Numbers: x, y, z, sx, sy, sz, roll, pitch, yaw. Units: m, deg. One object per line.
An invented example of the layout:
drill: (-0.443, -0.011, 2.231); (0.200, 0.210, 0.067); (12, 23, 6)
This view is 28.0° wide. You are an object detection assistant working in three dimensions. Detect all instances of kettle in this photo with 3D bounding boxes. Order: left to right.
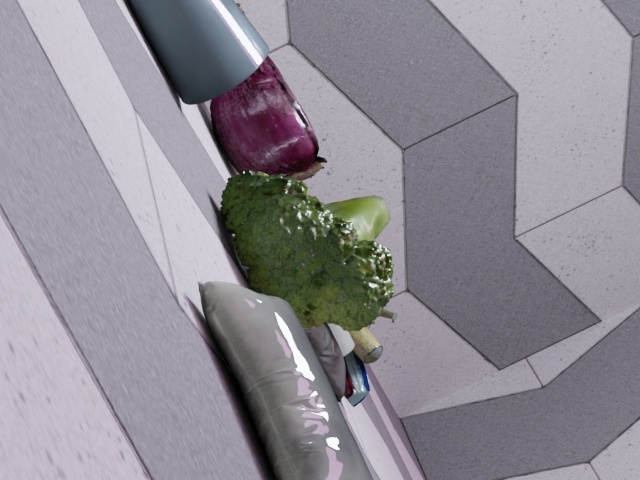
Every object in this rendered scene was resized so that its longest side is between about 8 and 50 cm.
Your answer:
kettle: (-0.218, -0.355, 1.978); (0.243, 0.160, 0.210); (57, -14, -24)

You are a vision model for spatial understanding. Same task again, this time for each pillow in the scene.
pillow: (-0.027, 0.152, 1.147); (0.254, 0.078, 0.144); (64, 11, 24)
pillow: (-0.018, 0.133, 1.992); (0.169, 0.059, 0.255); (62, 1, 38)

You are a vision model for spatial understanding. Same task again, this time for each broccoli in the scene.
broccoli: (-0.029, 0.011, 1.757); (0.254, 0.186, 0.302); (23, 10, -9)

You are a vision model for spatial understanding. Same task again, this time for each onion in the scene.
onion: (-0.138, -0.249, 2.374); (0.348, 0.159, 0.267); (62, -9, 6)

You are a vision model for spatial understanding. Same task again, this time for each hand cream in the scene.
hand cream: (0.040, 0.144, 2.319); (0.203, 0.084, 0.084); (48, -5, 24)

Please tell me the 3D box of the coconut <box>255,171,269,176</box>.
coconut: (-0.103, -0.069, 2.079); (0.081, 0.083, 0.082); (-106, -149, -75)

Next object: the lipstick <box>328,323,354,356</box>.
lipstick: (-0.025, 0.088, 2.218); (0.254, 0.070, 0.070); (63, 2, -15)

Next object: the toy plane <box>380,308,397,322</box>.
toy plane: (0.021, 0.071, 2.020); (0.229, 0.092, 0.244); (32, -10, 7)

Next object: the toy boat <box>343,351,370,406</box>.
toy boat: (0.029, 0.202, 2.346); (0.046, 0.080, 0.229); (16, 36, -38)
